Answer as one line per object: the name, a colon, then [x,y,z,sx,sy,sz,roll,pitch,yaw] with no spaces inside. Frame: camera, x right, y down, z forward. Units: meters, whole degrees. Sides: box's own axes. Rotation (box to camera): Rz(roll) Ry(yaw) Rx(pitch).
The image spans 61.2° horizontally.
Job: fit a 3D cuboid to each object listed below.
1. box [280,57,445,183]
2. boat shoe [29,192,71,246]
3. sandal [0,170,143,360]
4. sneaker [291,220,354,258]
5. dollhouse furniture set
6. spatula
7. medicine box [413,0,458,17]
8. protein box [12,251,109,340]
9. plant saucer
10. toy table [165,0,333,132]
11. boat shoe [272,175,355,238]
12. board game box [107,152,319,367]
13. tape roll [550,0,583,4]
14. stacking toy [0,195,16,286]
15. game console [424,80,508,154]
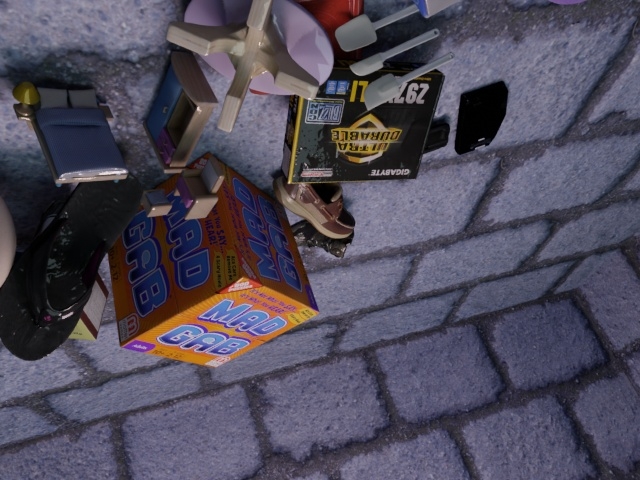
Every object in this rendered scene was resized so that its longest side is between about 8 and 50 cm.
box: [0.087,-0.254,1.174,0.321,0.079,0.257,-4,124,-22]
boat shoe: [-0.623,-0.004,1.302,0.121,0.119,0.335,22,147,-29]
sandal: [-0.519,0.041,1.113,0.167,0.107,0.446,30,82,-32]
sneaker: [0.000,0.000,1.684,0.227,0.130,0.087,-13,148,-8]
dollhouse furniture set: [-0.356,-0.196,0.976,0.303,0.287,0.198,-9,151,-41]
spatula: [0.155,-0.386,1.082,0.241,0.168,0.019,-31,-170,-18]
medicine box: [0.129,-0.515,0.734,0.149,0.290,0.263,-27,150,8]
protein box: [-0.640,0.136,1.293,0.199,0.136,0.201,7,151,-5]
plant saucer: [-0.029,-0.402,1.076,0.258,0.048,0.259,-17,151,-7]
toy table: [-0.113,-0.326,0.927,0.274,0.161,0.252,10,125,-2]
boat shoe: [0.016,-0.110,1.523,0.123,0.123,0.342,-34,141,23]
board game box: [-0.279,0.073,1.398,0.356,0.357,0.356,-29,150,16]
tape roll: [0.524,-0.601,1.037,0.274,0.090,0.275,-15,151,-9]
stacking toy: [-0.856,0.052,1.165,0.350,0.351,0.479,-1,165,-30]
game console: [0.334,-0.297,1.479,0.360,0.044,0.213,-19,149,-3]
